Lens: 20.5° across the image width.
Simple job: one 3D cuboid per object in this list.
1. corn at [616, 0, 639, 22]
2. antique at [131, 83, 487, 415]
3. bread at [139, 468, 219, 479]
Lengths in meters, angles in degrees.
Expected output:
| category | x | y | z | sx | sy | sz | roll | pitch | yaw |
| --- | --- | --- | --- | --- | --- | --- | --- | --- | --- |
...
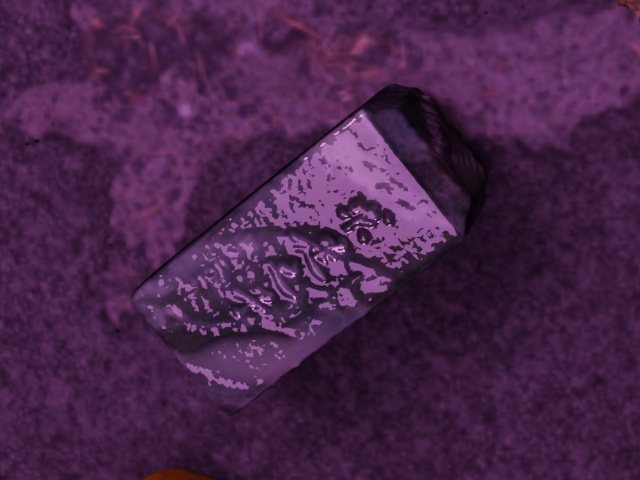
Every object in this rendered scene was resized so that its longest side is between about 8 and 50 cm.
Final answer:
| category | x | y | z | sx | sy | sz | roll | pitch | yaw |
| --- | --- | --- | --- | --- | --- | --- | --- | --- | --- |
| corn | 0.254 | -0.198 | 0.828 | 0.290 | 0.098 | 0.098 | -29 | 96 | 20 |
| antique | 0.000 | 0.000 | 0.945 | 0.183 | 0.086 | 0.088 | -39 | 94 | 19 |
| bread | -0.133 | 0.276 | 1.027 | 0.167 | 0.132 | 0.294 | 46 | 111 | -1 |
